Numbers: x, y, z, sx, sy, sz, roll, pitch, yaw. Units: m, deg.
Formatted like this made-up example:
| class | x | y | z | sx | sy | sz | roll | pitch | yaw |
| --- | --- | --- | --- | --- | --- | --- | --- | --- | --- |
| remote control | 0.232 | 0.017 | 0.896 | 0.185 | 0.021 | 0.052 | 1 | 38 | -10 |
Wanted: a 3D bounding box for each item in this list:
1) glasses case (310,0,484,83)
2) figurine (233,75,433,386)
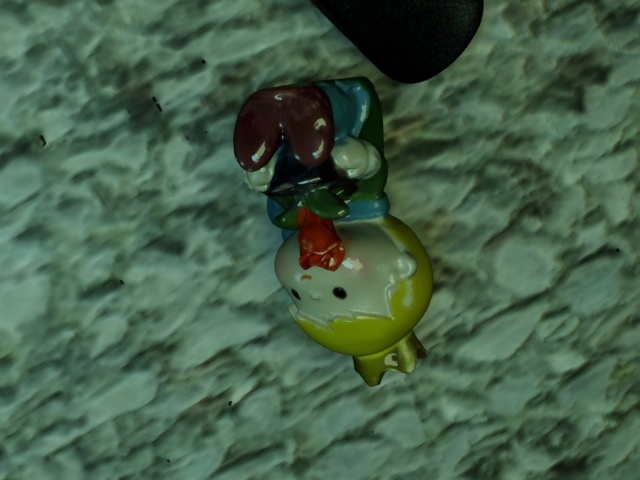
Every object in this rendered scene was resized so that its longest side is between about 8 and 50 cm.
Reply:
| class | x | y | z | sx | sy | sz | roll | pitch | yaw |
| --- | --- | --- | --- | --- | --- | --- | --- | --- | --- |
| glasses case | 0.020 | -0.218 | 0.899 | 0.103 | 0.067 | 0.267 | -47 | 124 | 2 |
| figurine | 0.013 | 0.000 | 0.907 | 0.127 | 0.185 | 0.234 | -3 | 96 | 9 |
